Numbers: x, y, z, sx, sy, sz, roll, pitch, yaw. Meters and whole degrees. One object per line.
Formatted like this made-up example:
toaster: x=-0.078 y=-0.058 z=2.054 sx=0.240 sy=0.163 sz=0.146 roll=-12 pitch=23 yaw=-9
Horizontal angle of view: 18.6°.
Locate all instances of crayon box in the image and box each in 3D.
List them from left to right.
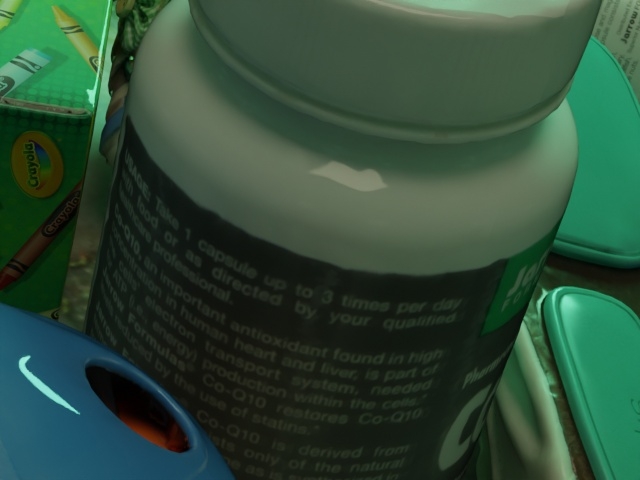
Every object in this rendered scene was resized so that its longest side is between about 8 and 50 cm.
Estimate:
crayon box: x=-0.168 y=-0.092 z=1.125 sx=0.081 sy=0.165 sz=0.278 roll=9 pitch=38 yaw=-8

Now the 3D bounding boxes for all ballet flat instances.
ballet flat: x=0.121 y=0.044 z=1.069 sx=0.139 sy=0.139 sz=0.400 roll=6 pitch=47 yaw=-12

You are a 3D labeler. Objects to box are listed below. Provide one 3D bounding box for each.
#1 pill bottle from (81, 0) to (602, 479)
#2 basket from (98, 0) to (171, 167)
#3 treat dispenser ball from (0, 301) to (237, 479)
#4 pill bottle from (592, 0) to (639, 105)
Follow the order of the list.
pill bottle: x=0.000 y=0.000 z=0.908 sx=0.204 sy=0.361 sz=0.204 roll=10 pitch=38 yaw=-8
basket: x=-0.002 y=-0.156 z=1.185 sx=0.201 sy=0.255 sz=0.289 roll=37 pitch=43 yaw=-12
treat dispenser ball: x=-0.153 y=0.162 z=0.712 sx=0.288 sy=0.288 sz=0.288 roll=10 pitch=38 yaw=-8
pill bottle: x=0.157 y=-0.159 z=1.349 sx=0.229 sy=0.131 sz=0.131 roll=21 pitch=38 yaw=7
